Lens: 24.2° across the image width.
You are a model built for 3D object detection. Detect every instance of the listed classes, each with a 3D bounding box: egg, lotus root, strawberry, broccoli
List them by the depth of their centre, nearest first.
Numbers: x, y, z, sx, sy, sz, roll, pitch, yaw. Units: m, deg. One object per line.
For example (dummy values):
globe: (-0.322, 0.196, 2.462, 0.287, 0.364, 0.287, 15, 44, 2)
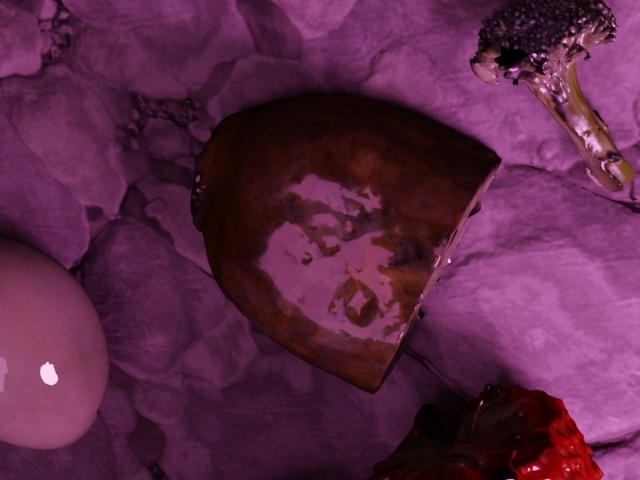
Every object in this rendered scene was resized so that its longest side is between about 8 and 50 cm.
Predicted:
broccoli: (0.213, -0.127, 1.281, 0.122, 0.118, 0.204, -30, 121, 5)
lotus root: (-0.007, -0.015, 1.414, 0.260, 0.149, 0.267, 30, 123, 7)
strawberry: (0.163, 0.281, 1.444, 0.261, 0.261, 0.258, -27, 103, 35)
egg: (-0.328, 0.113, 1.613, 0.186, 0.186, 0.253, -14, 108, 32)
